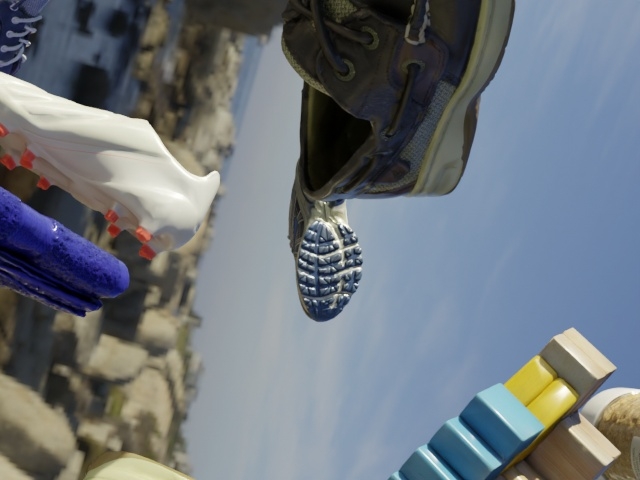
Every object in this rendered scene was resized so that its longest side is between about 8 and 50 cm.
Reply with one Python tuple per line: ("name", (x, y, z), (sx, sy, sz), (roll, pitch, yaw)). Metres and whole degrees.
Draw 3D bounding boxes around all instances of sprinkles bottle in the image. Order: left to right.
("sprinkles bottle", (0.401, 0.228, 1.360), (0.355, 0.121, 0.121), (174, -68, -73))

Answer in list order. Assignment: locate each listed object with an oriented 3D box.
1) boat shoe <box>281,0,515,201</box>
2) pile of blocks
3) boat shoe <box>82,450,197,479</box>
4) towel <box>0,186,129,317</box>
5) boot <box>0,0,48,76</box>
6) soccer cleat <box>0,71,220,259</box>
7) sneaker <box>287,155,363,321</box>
("boat shoe", (0.022, -0.079, 0.499), (0.223, 0.073, 0.080), (90, -24, -61))
("pile of blocks", (0.078, 0.202, 0.811), (0.362, 0.112, 0.149), (-41, 161, -14))
("boat shoe", (-0.017, 0.116, 0.401), (0.048, 0.153, 0.056), (-56, 161, -39))
("towel", (-0.344, -0.021, 1.150), (0.308, 0.228, 0.076), (37, 71, -50))
("boot", (-0.287, -0.202, 1.211), (0.069, 0.190, 0.086), (-23, 94, -62))
("soccer cleat", (-0.160, -0.065, 0.878), (0.076, 0.196, 0.068), (-53, 173, -22))
("sneaker", (0.000, 0.000, 0.996), (0.058, 0.052, 0.135), (131, -39, -66))
